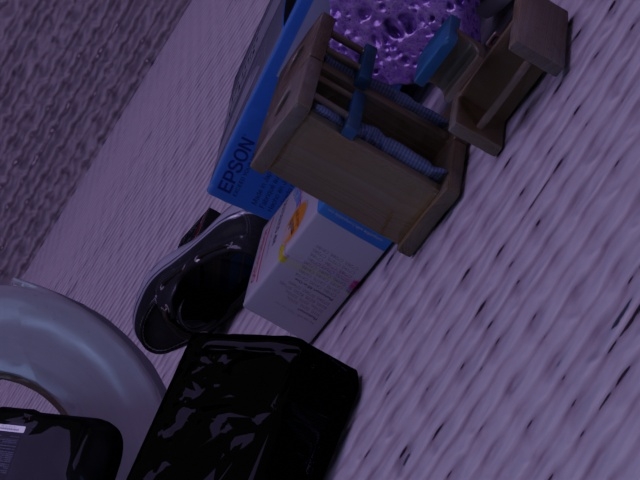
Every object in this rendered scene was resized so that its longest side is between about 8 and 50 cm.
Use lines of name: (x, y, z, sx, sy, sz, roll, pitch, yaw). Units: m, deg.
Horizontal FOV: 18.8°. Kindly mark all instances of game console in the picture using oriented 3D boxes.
game console: (-0.155, 0.156, 1.317, 0.361, 0.044, 0.213, 1, 54, 35)

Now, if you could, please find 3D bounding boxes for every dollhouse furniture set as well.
dollhouse furniture set: (0.062, -0.115, 1.306, 0.183, 0.129, 0.129, -53, 14, 34)

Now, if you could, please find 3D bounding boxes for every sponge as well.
sponge: (0.060, -0.218, 1.414, 0.117, 0.031, 0.210, 1, 95, 35)

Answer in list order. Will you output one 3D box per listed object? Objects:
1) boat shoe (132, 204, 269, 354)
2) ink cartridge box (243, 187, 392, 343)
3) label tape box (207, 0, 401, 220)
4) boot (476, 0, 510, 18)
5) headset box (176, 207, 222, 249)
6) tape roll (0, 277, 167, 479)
boat shoe: (-0.107, 0.050, 1.744, 0.228, 0.080, 0.076, -39, 22, 40)
ink cartridge box: (0.000, 0.000, 1.447, 0.181, 0.062, 0.104, -52, 14, 34)
label tape box: (0.011, -0.195, 1.669, 0.347, 0.115, 0.249, -87, 21, -61)
boot: (0.143, -0.257, 1.413, 0.190, 0.086, 0.069, -54, 14, 24)
headset box: (-0.124, 0.010, 1.986, 0.083, 0.032, 0.062, -43, 21, 50)
tape roll: (-0.247, 0.173, 1.478, 0.286, 0.286, 0.100, -61, -3, -4)
